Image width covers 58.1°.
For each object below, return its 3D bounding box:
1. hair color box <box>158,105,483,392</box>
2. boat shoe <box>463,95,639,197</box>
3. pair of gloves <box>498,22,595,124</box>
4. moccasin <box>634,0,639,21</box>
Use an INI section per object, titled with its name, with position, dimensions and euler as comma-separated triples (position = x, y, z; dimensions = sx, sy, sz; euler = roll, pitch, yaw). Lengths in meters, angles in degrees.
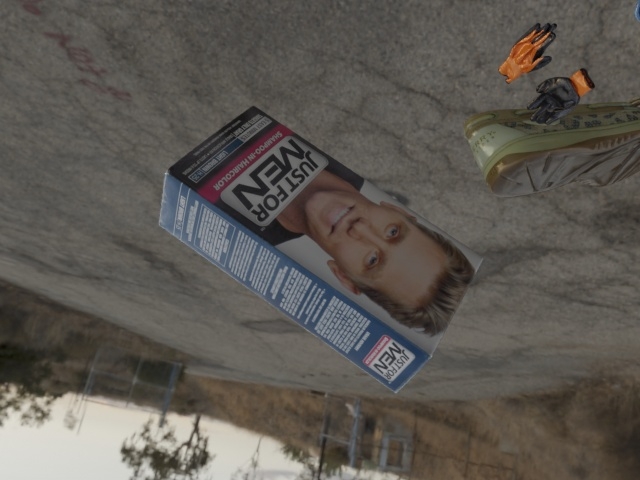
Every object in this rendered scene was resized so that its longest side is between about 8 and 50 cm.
[hair color box]
position = 0.000, 0.000, 0.690
dimensions = 0.347, 0.174, 0.105
euler = 34, 140, 7
[boat shoe]
position = 0.297, -0.120, 0.653
dimensions = 0.285, 0.089, 0.104
euler = -9, 149, -25
[pair of gloves]
position = 0.203, -0.150, 0.524
dimensions = 0.010, 0.083, 0.074
euler = -25, 170, -25
[moccasin]
position = 0.333, -0.293, 0.527
dimensions = 0.117, 0.137, 0.342
euler = -19, 164, 31
